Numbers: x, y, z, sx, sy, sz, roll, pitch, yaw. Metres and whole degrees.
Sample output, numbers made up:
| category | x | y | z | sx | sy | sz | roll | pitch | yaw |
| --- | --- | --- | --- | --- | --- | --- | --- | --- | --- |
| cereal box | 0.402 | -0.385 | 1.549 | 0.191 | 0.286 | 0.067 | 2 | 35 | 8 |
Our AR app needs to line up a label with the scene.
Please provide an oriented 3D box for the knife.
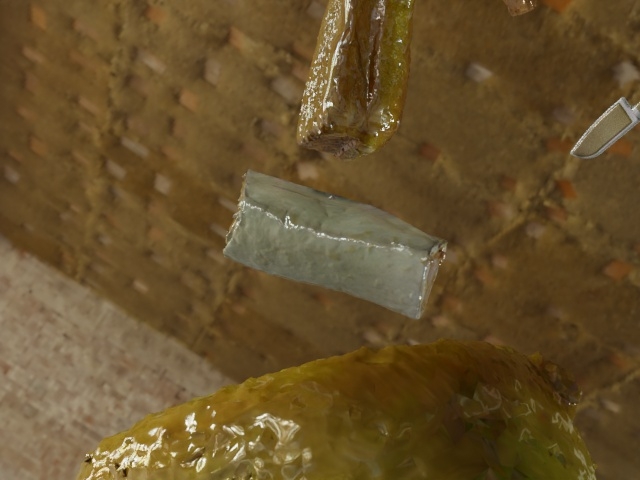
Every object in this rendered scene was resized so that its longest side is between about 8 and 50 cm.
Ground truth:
| category | x | y | z | sx | sy | sz | roll | pitch | yaw |
| --- | --- | --- | --- | --- | --- | --- | --- | --- | --- |
| knife | 0.460 | -0.191 | 1.622 | 0.046 | 0.022 | 0.256 | 58 | -39 | 11 |

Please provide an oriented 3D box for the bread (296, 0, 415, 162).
| category | x | y | z | sx | sy | sz | roll | pitch | yaw |
| --- | --- | --- | --- | --- | --- | --- | --- | --- | --- |
| bread | 0.066 | -0.288 | 1.332 | 0.109 | 0.381 | 0.185 | 14 | -6 | -11 |

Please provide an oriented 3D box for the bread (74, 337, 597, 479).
| category | x | y | z | sx | sy | sz | roll | pitch | yaw |
| --- | --- | --- | --- | --- | --- | --- | --- | --- | --- |
| bread | 0.036 | 0.120 | 0.439 | 0.260 | 0.160 | 0.147 | 2 | -35 | -30 |

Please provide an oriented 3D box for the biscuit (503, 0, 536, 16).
| category | x | y | z | sx | sy | sz | roll | pitch | yaw |
| --- | --- | --- | --- | --- | --- | --- | --- | --- | --- |
| biscuit | 0.303 | -0.471 | 1.762 | 0.047 | 0.202 | 0.334 | -7 | -11 | 19 |

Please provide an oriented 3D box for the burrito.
| category | x | y | z | sx | sy | sz | roll | pitch | yaw |
| --- | --- | --- | --- | --- | --- | --- | --- | --- | --- |
| burrito | 0.002 | -0.002 | 1.284 | 0.299 | 0.143 | 0.105 | 18 | -68 | 21 |
